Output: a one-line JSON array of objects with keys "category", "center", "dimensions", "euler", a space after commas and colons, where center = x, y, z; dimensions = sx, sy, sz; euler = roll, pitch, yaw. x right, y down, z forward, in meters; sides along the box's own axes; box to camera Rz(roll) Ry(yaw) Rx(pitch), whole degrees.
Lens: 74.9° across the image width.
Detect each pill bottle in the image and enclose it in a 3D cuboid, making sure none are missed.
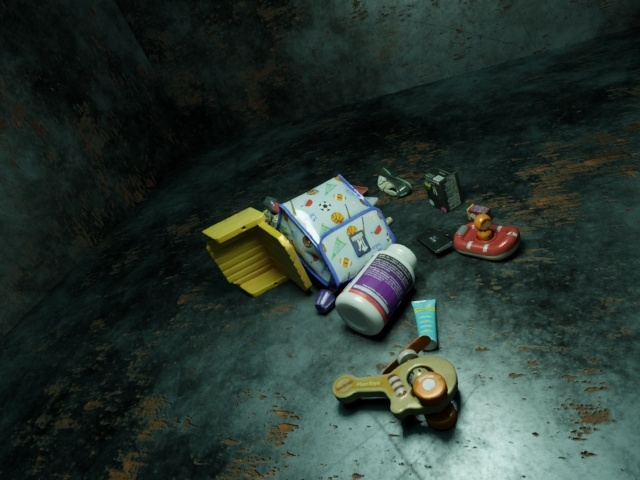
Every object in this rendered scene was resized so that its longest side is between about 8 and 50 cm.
[{"category": "pill bottle", "center": [0.208, 0.161, 1.459], "dimensions": [0.182, 0.181, 0.323], "euler": [11, 46, 42]}]

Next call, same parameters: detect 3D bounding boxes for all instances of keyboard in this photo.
[{"category": "keyboard", "center": [0.463, -0.006, 1.658], "dimensions": [0.108, 0.023, 0.180], "euler": [-32, 24, -1]}]

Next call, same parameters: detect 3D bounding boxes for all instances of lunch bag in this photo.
[{"category": "lunch bag", "center": [0.064, -0.031, 1.634], "dimensions": [0.328, 0.239, 0.385], "euler": [-30, 66, -26]}]

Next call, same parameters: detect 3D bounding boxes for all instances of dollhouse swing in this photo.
[{"category": "dollhouse swing", "center": [-0.254, 0.100, 1.691], "dimensions": [0.315, 0.346, 0.305], "euler": [-27, 37, -5]}]

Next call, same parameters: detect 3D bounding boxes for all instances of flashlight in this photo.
[{"category": "flashlight", "center": [-0.201, -0.173, 2.260], "dimensions": [0.304, 0.103, 0.103], "euler": [26, 91, 45]}]

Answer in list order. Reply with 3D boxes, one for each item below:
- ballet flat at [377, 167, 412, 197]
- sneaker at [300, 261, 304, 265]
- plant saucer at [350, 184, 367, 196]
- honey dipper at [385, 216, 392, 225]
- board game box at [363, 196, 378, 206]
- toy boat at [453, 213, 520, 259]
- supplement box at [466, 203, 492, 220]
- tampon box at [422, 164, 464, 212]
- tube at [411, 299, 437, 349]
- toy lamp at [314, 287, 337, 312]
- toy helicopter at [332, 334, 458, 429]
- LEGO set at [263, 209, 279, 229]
[{"category": "ballet flat", "center": [0.347, -0.291, 2.105], "dimensions": [0.096, 0.095, 0.280], "euler": [-39, 34, -1]}, {"category": "sneaker", "center": [-0.001, 0.000, 1.821], "dimensions": [0.316, 0.182, 0.127], "euler": [-12, 36, 18]}, {"category": "plant saucer", "center": [0.083, -0.201, 2.181], "dimensions": [0.258, 0.047, 0.259], "euler": [-42, 36, -26]}, {"category": "honey dipper", "center": [0.263, -0.045, 1.861], "dimensions": [0.161, 0.030, 0.030], "euler": [-43, 37, -24]}, {"category": "board game box", "center": [0.230, -0.184, 2.087], "dimensions": [0.090, 0.020, 0.090], "euler": [7, 44, 40]}, {"category": "toy boat", "center": [0.596, -0.029, 1.511], "dimensions": [0.231, 0.151, 0.151], "euler": [13, 48, 44]}, {"category": "supplement box", "center": [0.641, -0.107, 1.685], "dimensions": [0.043, 0.055, 0.083], "euler": [-40, 35, -20]}, {"category": "tampon box", "center": [0.536, -0.226, 1.822], "dimensions": [0.101, 0.161, 0.120], "euler": [-30, 32, -9]}, {"category": "tube", "center": [0.343, 0.263, 1.357], "dimensions": [0.080, 0.052, 0.207], "euler": [-4, 31, 11]}, {"category": "toy lamp", "center": [0.064, 0.167, 1.637], "dimensions": [0.080, 0.080, 0.274], "euler": [3, 41, 35]}, {"category": "toy helicopter", "center": [0.203, 0.392, 1.178], "dimensions": [0.355, 0.140, 0.235], "euler": [-12, 32, 22]}, {"category": "LEGO set", "center": [-0.206, -0.085, 1.968], "dimensions": [0.255, 0.192, 0.331], "euler": [15, 27, 18]}]
